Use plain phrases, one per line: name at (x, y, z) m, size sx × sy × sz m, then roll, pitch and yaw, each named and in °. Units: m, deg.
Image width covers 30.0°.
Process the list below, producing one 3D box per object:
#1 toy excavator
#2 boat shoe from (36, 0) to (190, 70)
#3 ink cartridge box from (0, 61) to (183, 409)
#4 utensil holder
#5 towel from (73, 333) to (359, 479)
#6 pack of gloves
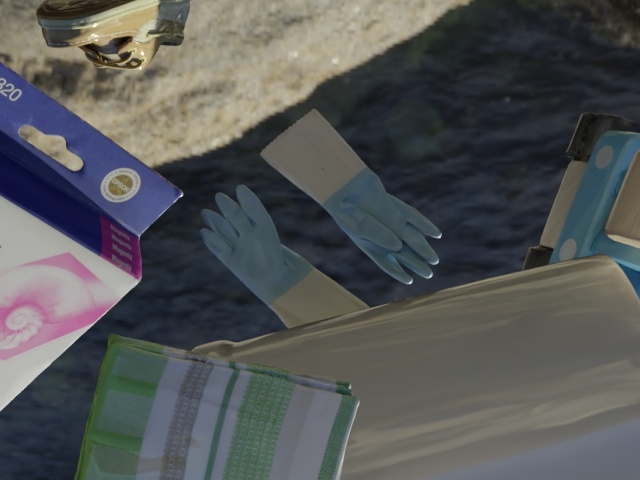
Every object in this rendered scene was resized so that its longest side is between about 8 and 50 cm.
toy excavator at (0.375, -0.003, 1.200) m, size 0.432 × 0.222 × 0.445 m, roll 22°, pitch 179°, yaw -27°
boat shoe at (-0.103, -0.113, 0.634) m, size 0.050 × 0.135 × 0.045 m, roll 7°, pitch 110°, yaw 20°
ink cartridge box at (-0.346, 0.005, 1.194) m, size 0.330 × 0.071 × 0.324 m, roll -42°, pitch 135°, yaw 11°
utensil holder at (0.109, 0.202, 1.069) m, size 0.385 × 0.328 × 0.328 m, roll -16°, pitch 150°, yaw 3°
towel at (-0.056, 0.120, 0.651) m, size 0.152 × 0.113 × 0.023 m, roll 15°, pitch 172°, yaw -26°
pack of gloves at (0.000, 0.000, 1.272) m, size 0.232 × 0.195 × 0.046 m, roll 45°, pitch 163°, yaw 17°
